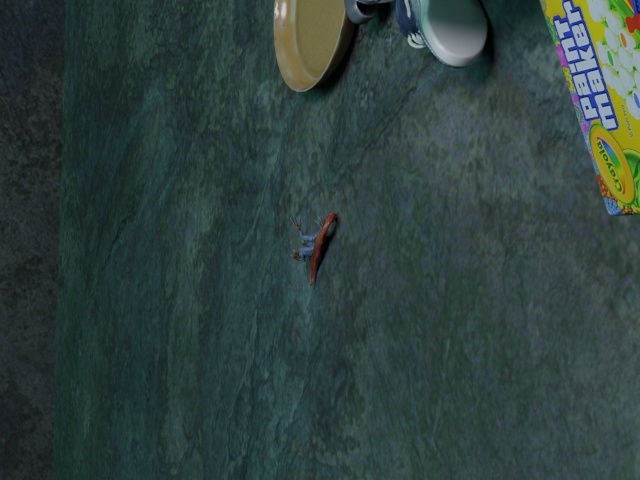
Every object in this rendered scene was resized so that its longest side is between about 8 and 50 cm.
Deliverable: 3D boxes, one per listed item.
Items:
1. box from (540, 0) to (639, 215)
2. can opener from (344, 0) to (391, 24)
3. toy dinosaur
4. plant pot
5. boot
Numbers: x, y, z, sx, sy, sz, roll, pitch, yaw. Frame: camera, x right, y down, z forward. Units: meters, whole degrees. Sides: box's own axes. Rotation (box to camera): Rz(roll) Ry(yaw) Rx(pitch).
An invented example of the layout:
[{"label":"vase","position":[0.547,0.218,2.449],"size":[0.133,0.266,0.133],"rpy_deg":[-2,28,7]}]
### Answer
[{"label":"box","position":[0.277,-0.183,0.923],"size":[0.279,0.177,0.290],"rpy_deg":[-4,106,66]},{"label":"can opener","position":[0.039,-0.391,1.747],"size":[0.095,0.076,0.283],"rpy_deg":[140,130,-58]},{"label":"toy dinosaur","position":[0.000,0.000,1.848],"size":[0.082,0.047,0.090],"rpy_deg":[-24,97,54]},{"label":"plant pot","position":[-0.002,-0.303,1.880],"size":[0.236,0.032,0.236],"rpy_deg":[-177,90,-67]},{"label":"boot","position":[0.122,-0.224,1.556],"size":[0.086,0.069,0.190],"rpy_deg":[108,162,-45]}]
